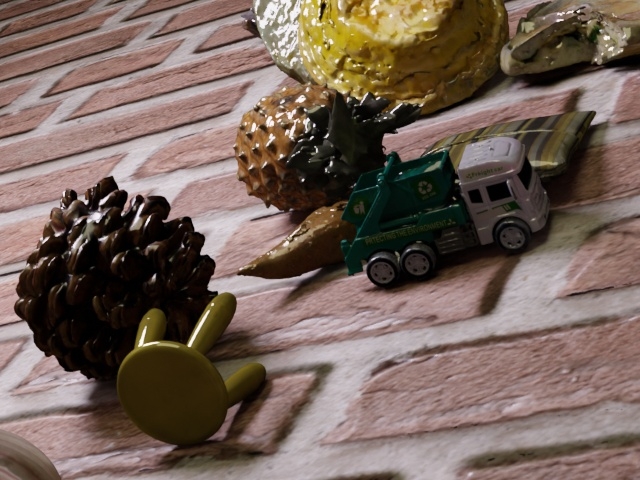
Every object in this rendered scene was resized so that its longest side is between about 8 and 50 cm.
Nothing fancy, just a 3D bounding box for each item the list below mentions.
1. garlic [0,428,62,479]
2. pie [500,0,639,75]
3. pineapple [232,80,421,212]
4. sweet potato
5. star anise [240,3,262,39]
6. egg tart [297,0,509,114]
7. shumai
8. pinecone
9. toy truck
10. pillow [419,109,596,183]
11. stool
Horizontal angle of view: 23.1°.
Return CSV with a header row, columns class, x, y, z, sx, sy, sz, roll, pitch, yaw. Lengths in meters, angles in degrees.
class,x,y,z,sx,sy,sz,roll,pitch,yaw
garlic,-0.366,0.264,1.286,0.322,0.241,0.322,-29,35,23
pie,0.392,-0.289,2.016,0.337,0.075,0.337,-19,18,6
pineapple,0.018,-0.108,1.788,0.169,0.169,0.340,-31,13,-19
sweet potato,0.000,0.000,1.730,0.206,0.068,0.060,-26,-16,-18
star anise,-0.041,-0.384,2.652,0.231,0.089,0.209,-24,8,-18
egg tart,0.107,-0.304,2.089,0.294,0.123,0.294,-4,65,9
shumai,0.038,-0.314,2.293,0.189,0.256,0.218,-34,-17,23
pinecone,-0.207,0.048,1.651,0.221,0.221,0.221,-20,21,8
toy truck,0.121,-0.039,1.628,0.216,0.116,0.110,-15,23,21
pillow,0.193,-0.094,1.764,0.212,0.052,0.208,-13,17,23
stool,-0.126,0.124,1.505,0.135,0.134,0.110,27,31,2
